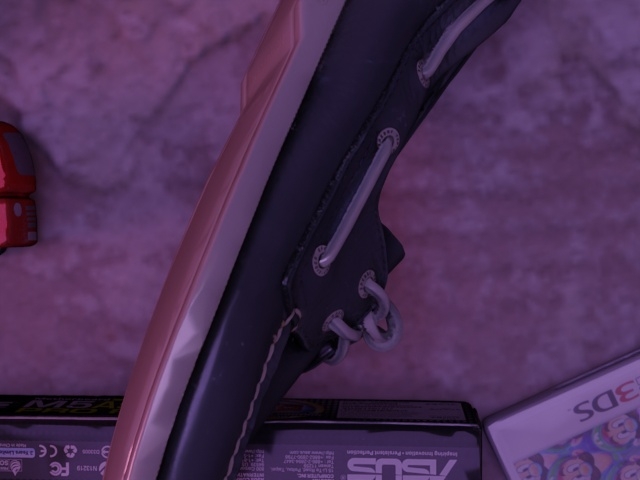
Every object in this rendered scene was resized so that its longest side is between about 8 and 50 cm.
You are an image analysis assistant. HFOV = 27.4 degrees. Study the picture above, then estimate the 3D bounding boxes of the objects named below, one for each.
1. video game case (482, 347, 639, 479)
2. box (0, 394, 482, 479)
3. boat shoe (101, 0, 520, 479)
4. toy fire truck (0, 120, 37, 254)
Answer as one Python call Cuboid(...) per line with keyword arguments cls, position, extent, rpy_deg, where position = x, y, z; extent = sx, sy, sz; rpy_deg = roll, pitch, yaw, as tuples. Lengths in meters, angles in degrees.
Cuboid(cls="video game case", position=(0.169, 0.122, 0.585), extent=(0.143, 0.019, 0.157), rpy_deg=(-25, 91, 4))
Cuboid(cls="box", position=(-0.065, 0.179, 0.579), extent=(0.270, 0.060, 0.216), rpy_deg=(0, 93, 3))
Cuboid(cls="boat shoe", position=(0.000, 0.000, 0.518), extent=(0.099, 0.116, 0.319), rpy_deg=(24, 73, -11))
Cuboid(cls="toy fire truck", position=(-0.224, -0.056, 0.582), extent=(0.192, 0.047, 0.135), rpy_deg=(-3, 91, 2))
